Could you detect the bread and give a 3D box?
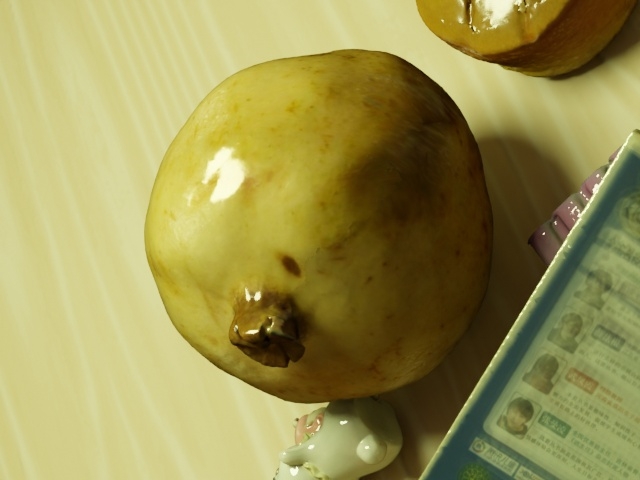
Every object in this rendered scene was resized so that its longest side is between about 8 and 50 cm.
[{"bbox_3d":[0.185,-0.272,1.354,0.195,0.143,0.269,17,83,43],"label":"bread"}]

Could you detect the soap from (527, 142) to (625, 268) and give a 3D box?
[{"bbox_3d":[0.259,0.034,1.215,0.122,0.065,0.203,-47,50,19],"label":"soap"}]

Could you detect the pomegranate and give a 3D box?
[{"bbox_3d":[0.006,-0.015,1.307,0.307,0.307,0.307,-17,63,36],"label":"pomegranate"}]

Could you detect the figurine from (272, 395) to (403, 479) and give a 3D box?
[{"bbox_3d":[0.005,0.192,1.385,0.146,0.081,0.098,-42,7,26],"label":"figurine"}]

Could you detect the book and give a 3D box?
[{"bbox_3d":[0.234,0.115,1.144,0.228,0.018,0.322,35,107,17],"label":"book"}]
